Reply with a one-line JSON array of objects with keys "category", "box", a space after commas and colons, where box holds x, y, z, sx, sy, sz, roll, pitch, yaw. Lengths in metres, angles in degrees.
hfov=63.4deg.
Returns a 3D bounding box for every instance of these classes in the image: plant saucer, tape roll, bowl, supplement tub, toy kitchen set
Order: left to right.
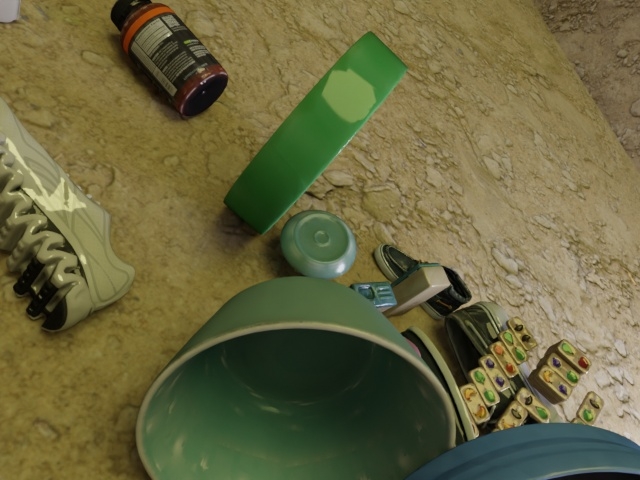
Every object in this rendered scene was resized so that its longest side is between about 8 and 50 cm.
[{"category": "supplement tub", "box": [-0.249, -0.306, 0.842, 0.198, 0.106, 0.106, 49, 43, 2]}, {"category": "bowl", "box": [-0.023, 0.162, 0.570, 0.311, 0.312, 0.163, 30, 26, -17]}, {"category": "tape roll", "box": [-0.010, -0.151, 0.759, 0.077, 0.321, 0.321, 42, 43, -8]}, {"category": "plant saucer", "box": [0.000, 0.000, 0.775, 0.119, 0.021, 0.120, 7, 60, -12]}, {"category": "toy kitchen set", "box": [0.073, 0.031, 0.838, 0.207, 0.122, 0.166, 0, 60, -39]}, {"category": "bowl", "box": [0.215, 0.355, 0.546, 0.391, 0.391, 0.077, 29, 17, -19]}]

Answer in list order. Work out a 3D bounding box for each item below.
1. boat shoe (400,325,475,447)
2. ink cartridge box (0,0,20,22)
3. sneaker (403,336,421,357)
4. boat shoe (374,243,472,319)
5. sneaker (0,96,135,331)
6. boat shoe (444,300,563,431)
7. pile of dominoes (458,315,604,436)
[{"category": "boat shoe", "box": [0.150, 0.291, 0.719, 0.113, 0.127, 0.340, -15, 71, -9]}, {"category": "ink cartridge box", "box": [-0.521, -0.408, 0.717, 0.139, 0.082, 0.191, -17, 70, -44]}, {"category": "sneaker", "box": [0.017, 0.155, 0.730, 0.236, 0.105, 0.095, 27, 38, 11]}, {"category": "boat shoe", "box": [0.187, 0.059, 0.937, 0.183, 0.083, 0.065, 43, 43, -5]}, {"category": "sneaker", "box": [-0.322, -0.041, 0.601, 0.118, 0.110, 0.292, -25, 85, -54]}, {"category": "boat shoe", "box": [0.297, 0.268, 0.867, 0.119, 0.121, 0.335, -8, 61, -22]}, {"category": "pile of dominoes", "box": [0.321, 0.248, 0.789, 0.196, 0.040, 0.251, 43, 59, 12]}]
